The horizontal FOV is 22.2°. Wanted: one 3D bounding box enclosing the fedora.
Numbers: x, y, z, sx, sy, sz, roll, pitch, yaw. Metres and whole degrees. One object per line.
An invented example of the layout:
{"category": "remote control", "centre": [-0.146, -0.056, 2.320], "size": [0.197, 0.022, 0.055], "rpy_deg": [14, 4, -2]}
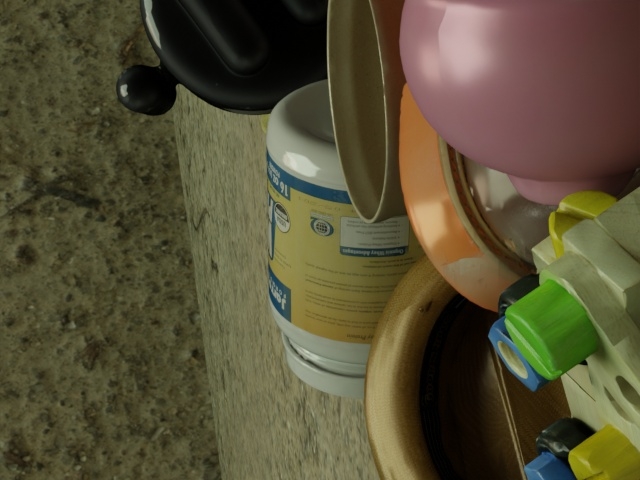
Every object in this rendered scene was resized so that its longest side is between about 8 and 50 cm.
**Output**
{"category": "fedora", "centre": [0.117, 0.082, 0.844], "size": [0.079, 0.194, 0.194], "rpy_deg": [9, -109, -62]}

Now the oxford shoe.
{"category": "oxford shoe", "centre": [0.115, -0.146, 0.810], "size": [0.133, 0.130, 0.363], "rpy_deg": [-34, 49, 41]}

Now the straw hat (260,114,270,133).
{"category": "straw hat", "centre": [-0.026, -0.124, 1.597], "size": [0.144, 0.061, 0.144], "rpy_deg": [179, 90, -72]}

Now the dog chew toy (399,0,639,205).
{"category": "dog chew toy", "centre": [0.086, -0.176, 0.603], "size": [0.206, 0.207, 0.331], "rpy_deg": [-124, 28, -69]}

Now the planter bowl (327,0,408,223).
{"category": "planter bowl", "centre": [0.073, -0.095, 0.994], "size": [0.162, 0.109, 0.162], "rpy_deg": [175, 90, -80]}

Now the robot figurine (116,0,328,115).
{"category": "robot figurine", "centre": [-0.049, -0.182, 1.272], "size": [0.278, 0.209, 0.173], "rpy_deg": [-122, 34, -87]}

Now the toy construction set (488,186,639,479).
{"category": "toy construction set", "centre": [0.155, 0.098, 0.604], "size": [0.215, 0.151, 0.327], "rpy_deg": [45, 150, 40]}

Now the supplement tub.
{"category": "supplement tub", "centre": [0.034, -0.002, 1.163], "size": [0.144, 0.144, 0.199], "rpy_deg": [-112, 19, -57]}
